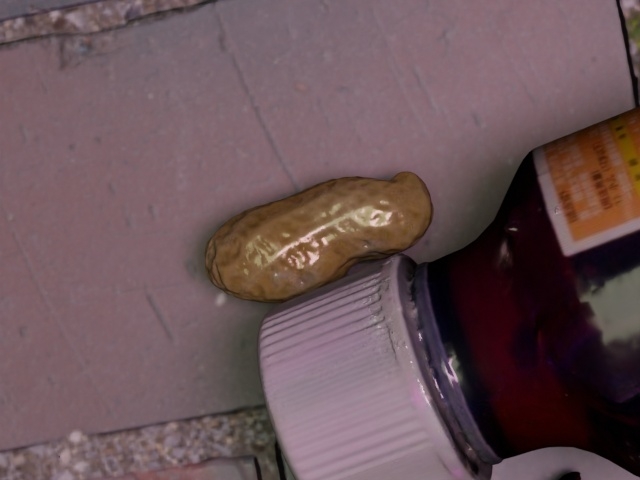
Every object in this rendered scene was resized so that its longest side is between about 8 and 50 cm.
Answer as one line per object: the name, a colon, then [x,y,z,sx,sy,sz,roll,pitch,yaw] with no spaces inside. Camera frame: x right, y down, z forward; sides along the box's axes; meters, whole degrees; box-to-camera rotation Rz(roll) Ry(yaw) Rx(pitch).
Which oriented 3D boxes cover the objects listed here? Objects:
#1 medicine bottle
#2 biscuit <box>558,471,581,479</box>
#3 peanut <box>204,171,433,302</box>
medicine bottle: [0.157,0.052,0.864,0.395,0.242,0.243,-18,87,10]
biscuit: [0.150,0.290,0.948,0.235,0.063,0.151,-38,97,-1]
peanut: [0.000,0.000,0.960,0.174,0.080,0.080,-20,87,2]
